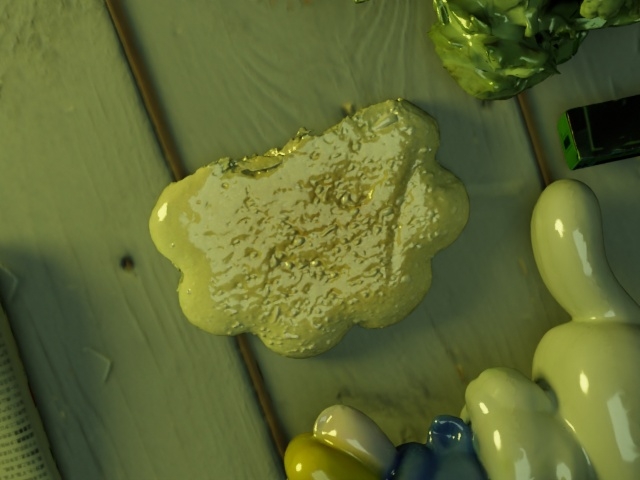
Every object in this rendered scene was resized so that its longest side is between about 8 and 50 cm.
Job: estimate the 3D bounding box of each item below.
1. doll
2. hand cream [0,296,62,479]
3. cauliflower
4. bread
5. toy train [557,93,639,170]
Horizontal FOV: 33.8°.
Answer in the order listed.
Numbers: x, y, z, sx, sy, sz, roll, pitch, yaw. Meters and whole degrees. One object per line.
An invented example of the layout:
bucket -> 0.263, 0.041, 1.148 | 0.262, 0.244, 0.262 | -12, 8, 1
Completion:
doll -> 0.167, 0.195, 0.831 | 0.365, 0.187, 0.376 | -32, 77, -7
hand cream -> -0.265, 0.133, 0.843 | 0.095, 0.059, 0.276 | -11, 105, -3
cauliflower -> 0.154, -0.217, 0.753 | 0.275, 0.272, 0.250 | 27, 141, 17
bread -> 0.000, 0.000, 0.844 | 0.250, 0.039, 0.182 | -20, 100, -1
toy train -> 0.298, -0.100, 0.846 | 0.209, 0.042, 0.044 | -12, 79, -3
